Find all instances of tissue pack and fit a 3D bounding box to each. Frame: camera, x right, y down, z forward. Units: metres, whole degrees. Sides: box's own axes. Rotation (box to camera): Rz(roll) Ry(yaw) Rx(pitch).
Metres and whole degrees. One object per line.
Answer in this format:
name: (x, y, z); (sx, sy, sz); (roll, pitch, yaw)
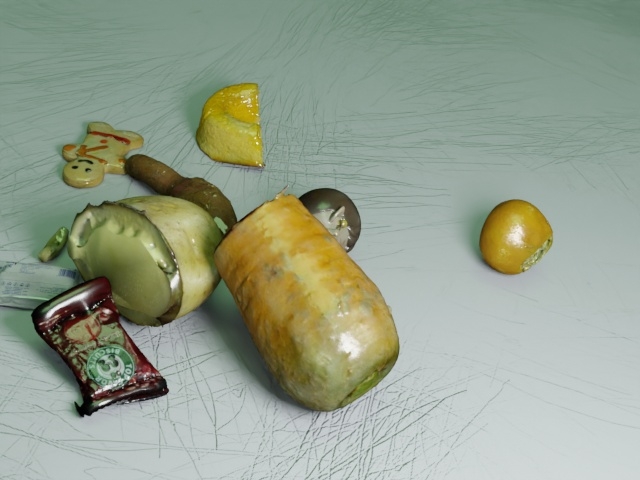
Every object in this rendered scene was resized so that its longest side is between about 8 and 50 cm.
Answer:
tissue pack: (-0.513, 0.079, 1.814); (0.193, 0.026, 0.122); (6, 37, -5)

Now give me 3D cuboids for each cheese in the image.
cheese: (-0.495, 0.007, 1.898); (0.030, 0.044, 0.083); (30, 36, 0)

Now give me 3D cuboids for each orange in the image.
orange: (0.388, -0.005, 2.013); (0.134, 0.155, 0.154); (17, 36, 26)

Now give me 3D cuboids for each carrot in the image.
carrot: (-0.024, 0.107, 1.683); (0.224, 0.224, 0.341); (-24, 68, -36)

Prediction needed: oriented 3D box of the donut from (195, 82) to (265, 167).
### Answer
donut: (-0.205, -0.258, 2.276); (0.152, 0.101, 0.259); (-2, 42, -6)

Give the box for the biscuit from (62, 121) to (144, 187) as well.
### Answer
biscuit: (-0.472, -0.182, 2.165); (0.153, 0.030, 0.234); (15, 37, 10)

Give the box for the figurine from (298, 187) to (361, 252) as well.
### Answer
figurine: (-0.005, -0.008, 1.947); (0.161, 0.158, 0.275); (-18, 20, 39)

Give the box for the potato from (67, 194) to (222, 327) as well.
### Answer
potato: (-0.283, 0.020, 1.799); (0.285, 0.242, 0.242); (10, 31, 39)

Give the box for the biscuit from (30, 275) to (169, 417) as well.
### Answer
biscuit: (-0.365, 0.181, 1.664); (0.151, 0.063, 0.235); (-24, 65, -28)

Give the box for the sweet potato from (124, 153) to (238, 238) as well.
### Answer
sweet potato: (-0.262, -0.082, 2.021); (0.109, 0.109, 0.385); (-17, 39, -31)
